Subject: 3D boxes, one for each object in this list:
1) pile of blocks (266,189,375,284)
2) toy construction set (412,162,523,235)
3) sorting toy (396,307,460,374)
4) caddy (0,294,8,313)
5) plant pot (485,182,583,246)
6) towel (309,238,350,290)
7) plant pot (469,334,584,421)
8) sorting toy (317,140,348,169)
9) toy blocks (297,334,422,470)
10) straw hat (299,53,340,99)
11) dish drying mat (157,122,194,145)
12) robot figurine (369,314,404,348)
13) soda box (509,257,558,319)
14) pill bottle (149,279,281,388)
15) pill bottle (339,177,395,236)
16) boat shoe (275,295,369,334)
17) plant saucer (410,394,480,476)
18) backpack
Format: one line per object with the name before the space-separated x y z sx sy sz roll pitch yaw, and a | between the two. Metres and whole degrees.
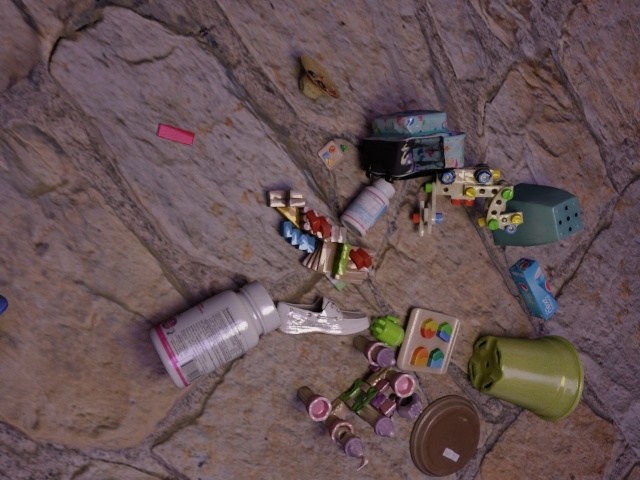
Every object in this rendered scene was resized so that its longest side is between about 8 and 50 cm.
pile of blocks | 0.000 0.000 1.301 0.362 0.113 0.148 38 81 -16
toy construction set | 0.430 -0.113 1.474 0.328 0.151 0.214 -4 113 -3
sorting toy | 0.342 0.316 1.540 0.208 0.038 0.192 17 89 -33
caddy | -0.778 0.175 0.930 0.342 0.241 0.179 -5 105 -24
plant pot | 0.671 -0.075 1.545 0.166 0.234 0.165 -22 105 -21
towel | 0.047 0.053 1.402 0.113 0.023 0.152 -41 113 -12
plant pot | 0.630 0.415 1.592 0.254 0.276 0.275 14 90 -13
sorting toy | 0.039 -0.242 1.365 0.083 0.012 0.062 -44 111 -13
toy blocks | 0.153 0.470 1.365 0.289 0.260 0.308 -40 110 -15
straw hat | -0.019 -0.403 1.290 0.144 0.144 0.061 40 122 -23
dish drying mat | -0.346 -0.253 1.195 0.083 0.008 0.032 12 90 -24
robot figurine | 0.199 0.269 1.468 0.115 0.067 0.101 32 71 -24
soda box | 0.724 0.164 1.689 0.071 0.067 0.210 -38 110 -16
pill bottle | -0.250 0.219 1.211 0.283 0.160 0.160 -27 106 -19
pill bottle | 0.134 -0.094 1.384 0.087 0.087 0.160 45 77 -22
boat shoe | 0.011 0.200 1.359 0.277 0.098 0.096 3 96 -23
plant saucer | 0.417 0.644 1.626 0.278 0.041 0.277 -3 98 -24
backpack | 0.260 -0.255 1.348 0.254 0.225 0.190 -5 103 -27
